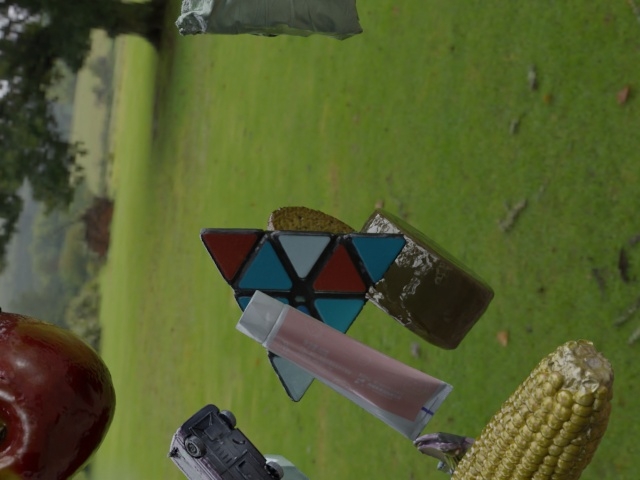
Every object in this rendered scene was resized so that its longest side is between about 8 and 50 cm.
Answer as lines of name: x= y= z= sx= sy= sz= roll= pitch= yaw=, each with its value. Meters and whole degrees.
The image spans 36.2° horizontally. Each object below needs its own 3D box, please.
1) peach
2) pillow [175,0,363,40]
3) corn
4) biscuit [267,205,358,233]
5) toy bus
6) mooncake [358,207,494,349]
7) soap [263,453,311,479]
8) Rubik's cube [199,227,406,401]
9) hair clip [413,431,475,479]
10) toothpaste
peach: x=-0.377 y=0.234 z=1.254 sx=0.361 sy=0.201 sz=0.257 roll=84 pitch=-150 yaw=-79
pillow: x=-0.091 y=-0.452 z=1.508 sx=0.138 sy=0.310 sz=0.283 roll=180 pitch=86 yaw=-69
corn: x=0.243 y=0.263 z=1.157 sx=0.130 sy=0.130 sz=0.347 roll=-103 pitch=28 yaw=-48
biscuit: x=0.000 y=0.001 z=1.617 sx=0.188 sy=0.188 sz=0.027 roll=-111 pitch=39 yaw=-57
toy bus: x=-0.135 y=0.329 z=1.396 sx=0.178 sy=0.087 sz=0.098 roll=47 pitch=135 yaw=8
mooncake: x=0.173 y=0.074 z=1.805 sx=0.155 sy=0.284 sz=0.284 roll=-52 pitch=23 yaw=6
soap: x=-0.117 y=0.539 z=1.609 sx=0.347 sy=0.208 sz=0.115 roll=-47 pitch=2 yaw=-10
Rubik's cube: x=-0.056 y=0.104 z=1.342 sx=0.284 sy=0.250 sz=0.234 roll=-4 pitch=82 yaw=50
hair clip: x=0.227 y=0.352 z=1.542 sx=0.095 sy=0.110 sz=0.358 roll=-49 pitch=-25 yaw=-16
toothpaste: x=0.018 y=0.108 z=0.874 sx=0.067 sy=0.194 sz=0.043 roll=-59 pitch=3 yaw=20
